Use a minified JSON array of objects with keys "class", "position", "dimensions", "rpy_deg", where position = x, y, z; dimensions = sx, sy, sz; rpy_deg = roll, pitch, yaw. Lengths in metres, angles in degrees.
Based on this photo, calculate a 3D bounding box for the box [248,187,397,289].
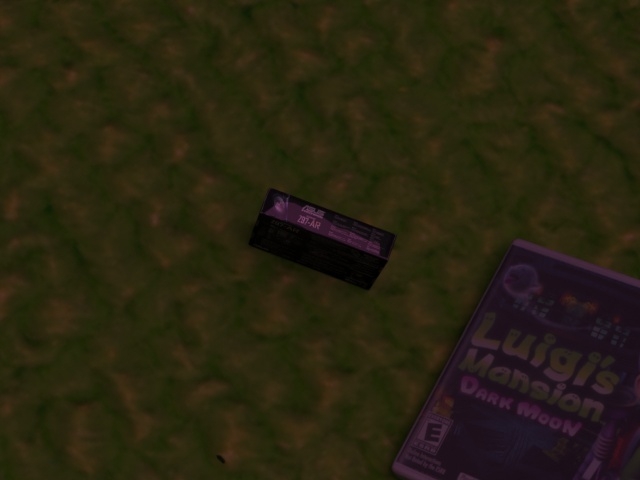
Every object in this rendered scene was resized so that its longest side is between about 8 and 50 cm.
[{"class":"box","position":[0.000,0.000,0.991],"dimensions":[0.083,0.067,0.018],"rpy_deg":[20,70,-1]}]

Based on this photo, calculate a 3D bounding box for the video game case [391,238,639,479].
[{"class":"video game case","position":[0.162,0.100,0.961],"dimensions":[0.190,0.022,0.173],"rpy_deg":[20,69,29]}]
